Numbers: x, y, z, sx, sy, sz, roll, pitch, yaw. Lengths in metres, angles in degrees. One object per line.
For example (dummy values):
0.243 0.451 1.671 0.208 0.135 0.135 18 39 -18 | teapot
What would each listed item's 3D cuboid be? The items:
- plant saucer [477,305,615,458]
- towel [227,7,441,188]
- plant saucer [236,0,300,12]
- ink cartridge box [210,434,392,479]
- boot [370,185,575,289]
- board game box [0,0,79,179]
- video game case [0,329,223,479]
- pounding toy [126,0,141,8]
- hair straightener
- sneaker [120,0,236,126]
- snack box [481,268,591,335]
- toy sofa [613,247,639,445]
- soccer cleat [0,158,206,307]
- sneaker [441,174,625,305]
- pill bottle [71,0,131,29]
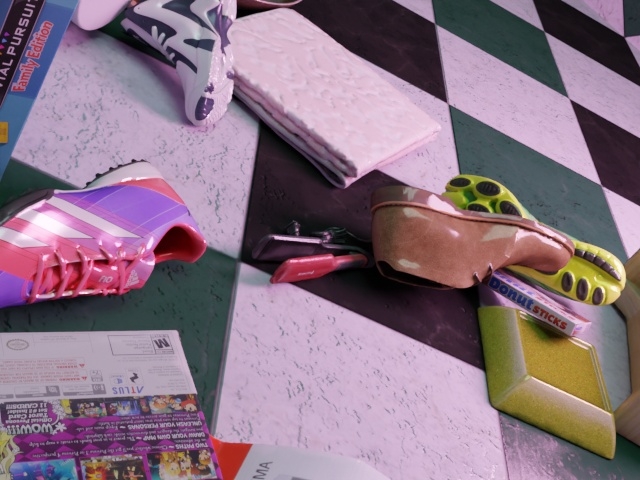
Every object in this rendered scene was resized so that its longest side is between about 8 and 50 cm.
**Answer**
0.299 0.168 1.267 0.188 0.045 0.188 26 33 -15 | plant saucer
-0.004 -0.229 1.503 0.332 0.053 0.317 41 33 10 | towel
-0.171 -0.482 1.684 0.311 0.050 0.310 24 34 -18 | plant saucer
-0.063 0.260 0.768 0.385 0.091 0.308 35 32 -2 | ink cartridge box
0.199 0.019 1.289 0.305 0.112 0.115 11 70 -23 | boot
-0.325 -0.267 0.985 0.079 0.336 0.253 8 41 -36 | board game box
-0.202 0.155 0.767 0.232 0.041 0.210 1 39 -26 | video game case
-0.292 -0.456 1.482 0.154 0.155 0.269 19 55 -43 | pounding toy
0.000 0.000 1.207 0.230 0.047 0.089 -9 53 -49 | hair straightener
-0.202 -0.259 1.337 0.094 0.153 0.234 47 42 -70 | sneaker
0.277 0.075 1.334 0.178 0.022 0.064 32 16 30 | snack box
0.514 0.153 1.388 0.177 0.150 0.362 32 32 -4 | toy sofa
-0.227 0.011 0.934 0.116 0.108 0.318 45 30 8 | soccer cleat
0.300 0.011 1.445 0.296 0.109 0.123 34 -4 13 | sneaker
-0.390 -0.430 1.280 0.334 0.188 0.188 39 32 6 | pill bottle
